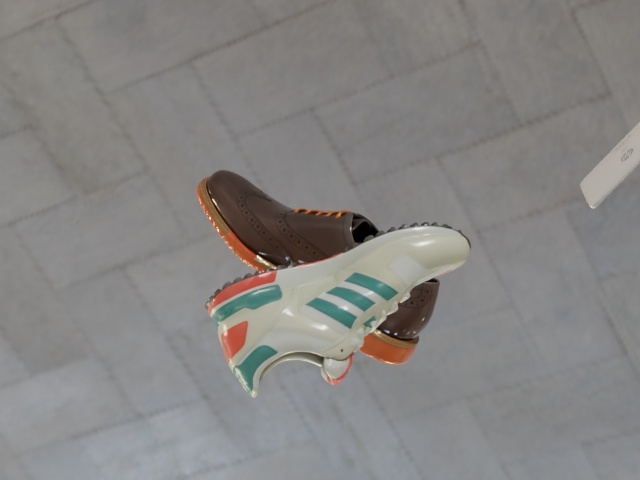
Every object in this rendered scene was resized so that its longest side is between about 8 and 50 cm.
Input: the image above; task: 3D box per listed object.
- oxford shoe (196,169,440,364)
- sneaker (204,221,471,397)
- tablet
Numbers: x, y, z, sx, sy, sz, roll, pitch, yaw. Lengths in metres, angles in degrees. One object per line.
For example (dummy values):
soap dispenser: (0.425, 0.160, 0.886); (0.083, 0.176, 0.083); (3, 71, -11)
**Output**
oxford shoe: (0.000, 0.000, 1.514); (0.271, 0.097, 0.098); (36, 114, 18)
sneaker: (0.018, 0.045, 0.940); (0.161, 0.075, 0.057); (-16, 163, -6)
tablet: (0.212, -0.060, 1.104); (0.006, 0.054, 0.083); (39, 106, -13)
